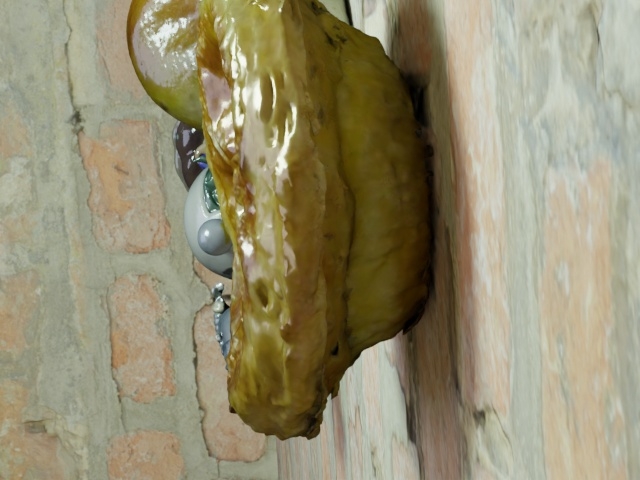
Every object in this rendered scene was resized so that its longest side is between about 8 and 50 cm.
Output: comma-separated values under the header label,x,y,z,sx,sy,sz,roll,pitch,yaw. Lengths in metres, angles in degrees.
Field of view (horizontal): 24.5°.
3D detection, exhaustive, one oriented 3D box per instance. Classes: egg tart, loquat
label,x,y,z,sx,sy,sz,roll,pitch,yaw
egg tart,-0.006,-0.046,1.277,0.443,0.178,0.443,176,90,-82
loquat,-0.149,-0.306,2.229,0.284,0.276,0.276,62,168,14

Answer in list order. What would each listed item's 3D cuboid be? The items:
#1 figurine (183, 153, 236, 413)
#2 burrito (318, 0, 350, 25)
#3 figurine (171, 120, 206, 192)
label,x,y,z,sx,sy,sz,roll,pitch,yaw
figurine,-0.085,0.040,2.026,0.261,0.186,0.382,36,-138,-69
burrito,-0.040,-0.299,1.723,0.143,0.105,0.299,120,150,-41
figurine,-0.116,-0.134,2.388,0.380,0.203,0.248,-148,45,-69
